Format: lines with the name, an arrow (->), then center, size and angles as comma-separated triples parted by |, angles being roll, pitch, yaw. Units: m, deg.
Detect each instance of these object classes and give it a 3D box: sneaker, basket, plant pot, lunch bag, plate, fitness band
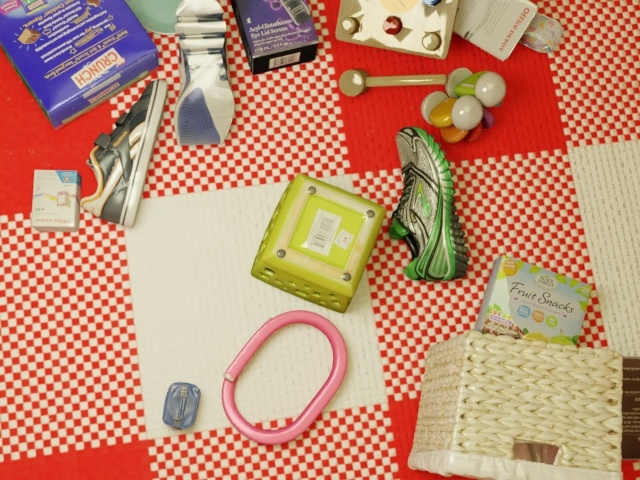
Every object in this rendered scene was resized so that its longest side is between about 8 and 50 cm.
sneaker -> -0.244, -0.367, 1.780 | 0.128, 0.182, 0.315 | 1, 108, -4
basket -> 0.368, 0.336, 1.602 | 0.328, 0.331, 0.266 | 9, 77, -4
sneaker -> -0.408, -0.196, 1.727 | 0.128, 0.126, 0.321 | 15, 80, -8
plant pot -> 0.000, 0.000, 1.691 | 0.227, 0.207, 0.228 | 23, 79, -2
lunch bag -> 0.508, -0.473, 1.910 | 0.083, 0.053, 0.071 | 26, 76, 9
plate -> -0.340, -0.542, 1.852 | 0.188, 0.024, 0.188 | 1, 80, -5
fitness band -> -0.073, 0.278, 1.708 | 0.209, 0.054, 0.291 | 38, 79, 2
sneaker -> 0.210, -0.078, 1.763 | 0.146, 0.134, 0.343 | -10, 81, -7
lunch bag -> -0.281, 0.334, 1.670 | 0.067, 0.065, 0.098 | 11, 78, -3

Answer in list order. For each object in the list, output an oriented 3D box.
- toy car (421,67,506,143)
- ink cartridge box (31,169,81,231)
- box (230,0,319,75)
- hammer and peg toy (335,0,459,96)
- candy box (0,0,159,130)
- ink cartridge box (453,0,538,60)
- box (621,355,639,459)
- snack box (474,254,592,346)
toy car -> 0.326, -0.287, 1.823 | 0.182, 0.159, 0.136 | -45, 121, -12
ink cartridge box -> -0.548, -0.081, 1.729 | 0.089, 0.052, 0.122 | 0, 80, -6
box -> -0.106, -0.488, 1.822 | 0.153, 0.108, 0.207 | -16, 82, -8
hammer and peg toy -> 0.171, -0.484, 1.803 | 0.266, 0.127, 0.361 | 13, 107, 12
candy box -> -0.537, -0.440, 1.763 | 0.268, 0.122, 0.317 | -33, 83, -12
ink cartridge box -> 0.368, -0.511, 1.860 | 0.191, 0.082, 0.139 | 31, 111, -1
box -> 0.617, 0.342, 1.706 | 0.167, 0.168, 0.203 | 1, 79, -6
snack box -> 0.453, 0.146, 1.777 | 0.207, 0.070, 0.174 | 20, 78, -3
